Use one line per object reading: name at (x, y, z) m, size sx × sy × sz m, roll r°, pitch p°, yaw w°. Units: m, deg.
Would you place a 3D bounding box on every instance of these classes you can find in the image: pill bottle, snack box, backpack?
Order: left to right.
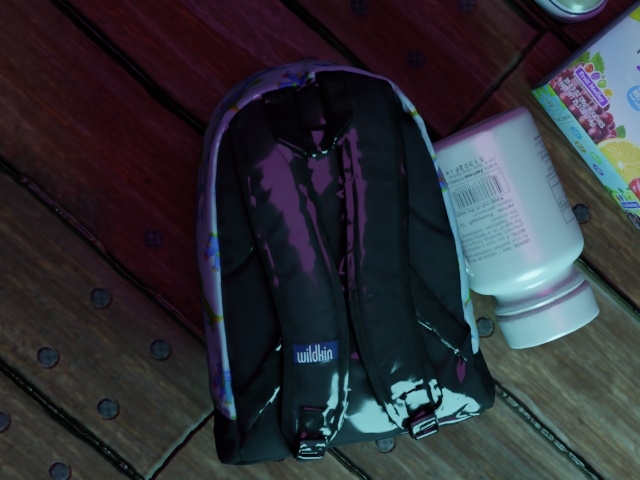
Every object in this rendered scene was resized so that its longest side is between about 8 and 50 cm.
backpack at (0.000, 0.000, 1.109) m, size 0.290 × 0.273 × 0.356 m, roll -13°, pitch 114°, yaw -4°
pill bottle at (0.199, -0.012, 1.174) m, size 0.131 × 0.131 × 0.229 m, roll -24°, pitch 94°, yaw -6°
snack box at (0.362, -0.141, 1.222) m, size 0.174 × 0.070 × 0.207 m, roll -39°, pitch 96°, yaw -5°

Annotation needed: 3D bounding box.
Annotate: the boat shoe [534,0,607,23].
boat shoe at (0.239, -0.380, 1.191) m, size 0.109 × 0.094 × 0.302 m, roll -19°, pitch 93°, yaw -6°
